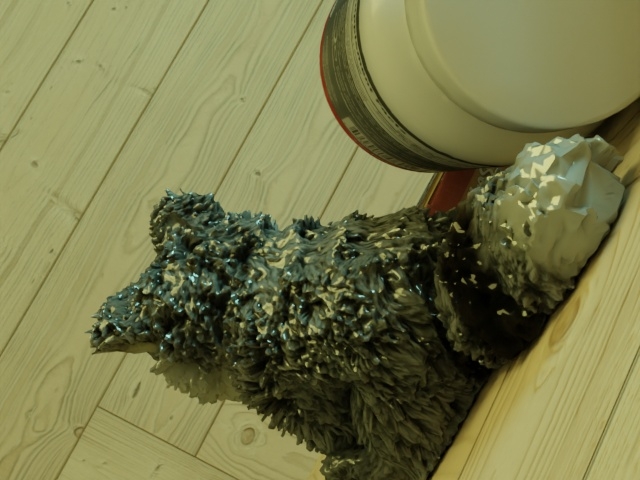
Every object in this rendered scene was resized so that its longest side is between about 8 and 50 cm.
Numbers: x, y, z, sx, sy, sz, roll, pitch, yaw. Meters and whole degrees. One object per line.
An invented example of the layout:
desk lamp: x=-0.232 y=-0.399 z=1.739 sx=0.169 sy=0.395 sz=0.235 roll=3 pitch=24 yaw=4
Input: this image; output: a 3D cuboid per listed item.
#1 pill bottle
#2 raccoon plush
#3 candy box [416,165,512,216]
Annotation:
pill bottle: x=0.122 y=-0.160 z=0.808 sx=0.210 sy=0.210 sz=0.363 roll=-63 pitch=8 yaw=-1
raccoon plush: x=0.000 y=0.000 z=0.777 sx=0.216 sy=0.299 sz=0.446 roll=-60 pitch=-3 yaw=-45
candy box: x=0.153 y=-0.033 z=1.147 sx=0.183 sy=0.087 sz=0.316 roll=-62 pitch=-2 yaw=-16
